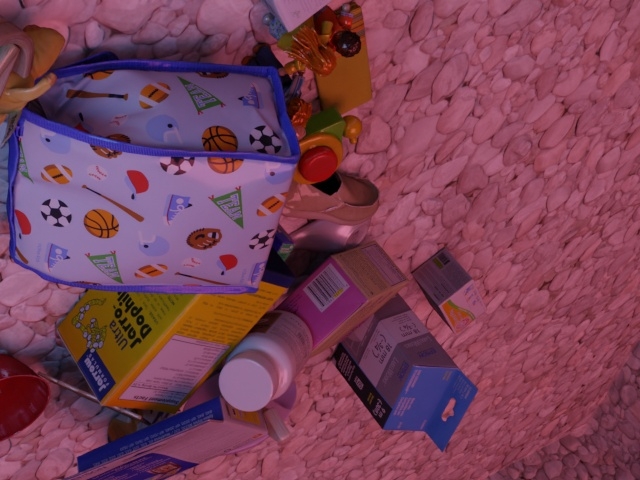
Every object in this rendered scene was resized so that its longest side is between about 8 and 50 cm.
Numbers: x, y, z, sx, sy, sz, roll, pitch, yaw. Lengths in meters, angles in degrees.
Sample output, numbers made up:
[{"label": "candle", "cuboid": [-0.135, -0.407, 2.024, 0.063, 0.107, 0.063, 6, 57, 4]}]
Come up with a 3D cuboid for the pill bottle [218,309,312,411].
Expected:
[{"label": "pill bottle", "cuboid": [-0.104, 0.225, 2.019, 0.131, 0.131, 0.229, -53, 178, 21]}]

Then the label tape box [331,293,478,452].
[{"label": "label tape box", "cuboid": [0.183, 0.306, 2.487, 0.106, 0.333, 0.240, -15, 141, -34]}]

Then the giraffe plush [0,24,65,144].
[{"label": "giraffe plush", "cuboid": [-0.439, -0.228, 1.343, 0.181, 0.210, 0.170, -41, 120, 10]}]

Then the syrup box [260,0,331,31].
[{"label": "syrup box", "cuboid": [0.012, -0.426, 1.596, 0.237, 0.093, 0.096, -37, 148, -4]}]

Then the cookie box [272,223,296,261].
[{"label": "cookie box", "cuboid": [-0.108, 0.016, 2.045, 0.040, 0.092, 0.107, -1, 133, -49]}]

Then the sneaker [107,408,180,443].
[{"label": "sneaker", "cuboid": [-0.349, 0.373, 2.237, 0.131, 0.112, 0.296, -11, 140, -38]}]

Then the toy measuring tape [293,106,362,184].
[{"label": "toy measuring tape", "cuboid": [-0.076, -0.130, 1.882, 0.330, 0.121, 0.121, -24, 147, -7]}]

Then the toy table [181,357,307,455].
[{"label": "toy table", "cuboid": [-0.158, 0.333, 2.282, 0.274, 0.252, 0.161, -38, 168, -29]}]

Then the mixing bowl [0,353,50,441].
[{"label": "mixing bowl", "cuboid": [-0.569, 0.260, 1.875, 0.181, 0.098, 0.181, -26, 146, -19]}]

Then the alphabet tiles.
[{"label": "alphabet tiles", "cuboid": [-0.410, 0.295, 2.003, 0.237, 0.198, 0.009, 106, 8, -76]}]

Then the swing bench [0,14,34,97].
[{"label": "swing bench", "cuboid": [-0.475, -0.205, 1.189, 0.254, 0.253, 0.165, -53, -179, 21]}]

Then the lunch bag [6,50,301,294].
[{"label": "lunch bag", "cuboid": [-0.261, -0.094, 1.598, 0.385, 0.239, 0.328, -2, 138, -18]}]

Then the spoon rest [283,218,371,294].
[{"label": "spoon rest", "cuboid": [0.000, 0.000, 2.170, 0.276, 0.084, 0.137, -34, 153, -33]}]

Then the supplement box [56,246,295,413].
[{"label": "supplement box", "cuboid": [-0.256, 0.111, 1.915, 0.356, 0.195, 0.194, -48, 147, 13]}]

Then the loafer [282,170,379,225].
[{"label": "loafer", "cuboid": [0.020, -0.092, 2.030, 0.268, 0.102, 0.092, -3, 140, -43]}]

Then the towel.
[{"label": "towel", "cuboid": [0.033, -0.300, 1.857, 0.102, 0.021, 0.237, -27, 148, -9]}]

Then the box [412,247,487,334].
[{"label": "box", "cuboid": [0.311, 0.124, 2.600, 0.103, 0.114, 0.203, -38, 150, -1]}]

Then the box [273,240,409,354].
[{"label": "box", "cuboid": [0.034, 0.123, 2.215, 0.213, 0.117, 0.243, -44, 168, 23]}]

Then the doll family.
[{"label": "doll family", "cuboid": [-0.047, -0.261, 1.681, 0.118, 0.163, 0.263, 2, 130, -47]}]

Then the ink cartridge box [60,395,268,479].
[{"label": "ink cartridge box", "cuboid": [-0.287, 0.378, 2.029, 0.304, 0.072, 0.307, -23, 157, 10]}]
